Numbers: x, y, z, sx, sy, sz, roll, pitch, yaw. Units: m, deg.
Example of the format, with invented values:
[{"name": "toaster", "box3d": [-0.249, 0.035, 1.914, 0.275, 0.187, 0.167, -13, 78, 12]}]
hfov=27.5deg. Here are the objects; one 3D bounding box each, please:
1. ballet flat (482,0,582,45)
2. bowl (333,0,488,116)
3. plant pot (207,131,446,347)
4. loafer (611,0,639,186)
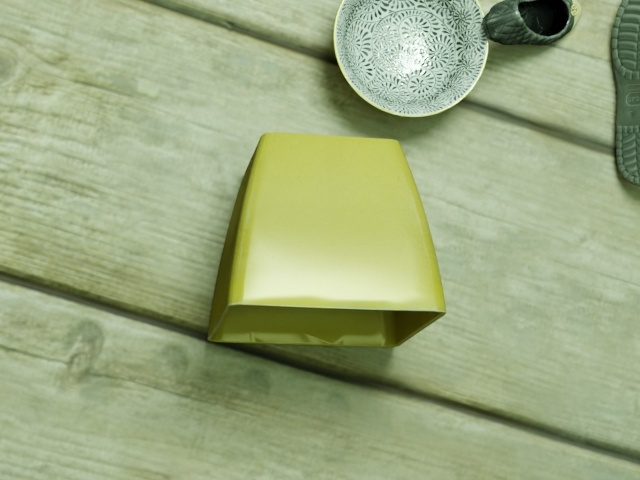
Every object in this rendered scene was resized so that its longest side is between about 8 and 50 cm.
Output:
[{"name": "ballet flat", "box3d": [0.242, -0.243, 1.437, 0.173, 0.049, 0.057, -20, 98, -46]}, {"name": "bowl", "box3d": [0.091, -0.214, 1.428, 0.170, 0.080, 0.170, 0, 89, -10]}, {"name": "plant pot", "box3d": [0.000, 0.000, 1.355, 0.212, 0.212, 0.187, 3, 75, -10]}, {"name": "loafer", "box3d": [0.389, -0.187, 1.487, 0.087, 0.094, 0.251, -1, 99, -35]}]
